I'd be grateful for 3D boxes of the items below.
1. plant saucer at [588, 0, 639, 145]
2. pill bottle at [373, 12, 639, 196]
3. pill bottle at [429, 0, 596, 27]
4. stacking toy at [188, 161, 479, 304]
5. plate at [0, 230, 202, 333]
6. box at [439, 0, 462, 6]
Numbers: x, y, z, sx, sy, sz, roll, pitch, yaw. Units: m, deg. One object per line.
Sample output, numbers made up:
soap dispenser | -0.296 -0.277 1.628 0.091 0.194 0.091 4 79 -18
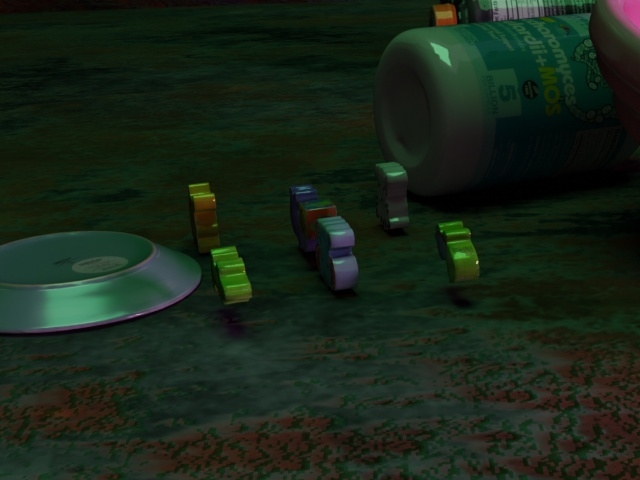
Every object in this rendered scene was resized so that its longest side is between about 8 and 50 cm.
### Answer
plant saucer | 0.345 -0.090 0.803 0.332 0.084 0.332 12 28 -6
pill bottle | 0.191 -0.126 1.006 0.264 0.146 0.146 -10 18 -23
pill bottle | 0.278 -0.295 1.590 0.246 0.130 0.130 -3 17 -1
stacking toy | 0.000 0.000 0.790 0.167 0.052 0.221 -7 19 -10
plate | -0.177 0.021 0.780 0.188 0.024 0.188 -2 16 1
box | 0.297 -0.339 1.772 0.207 0.108 0.153 -3 17 1
